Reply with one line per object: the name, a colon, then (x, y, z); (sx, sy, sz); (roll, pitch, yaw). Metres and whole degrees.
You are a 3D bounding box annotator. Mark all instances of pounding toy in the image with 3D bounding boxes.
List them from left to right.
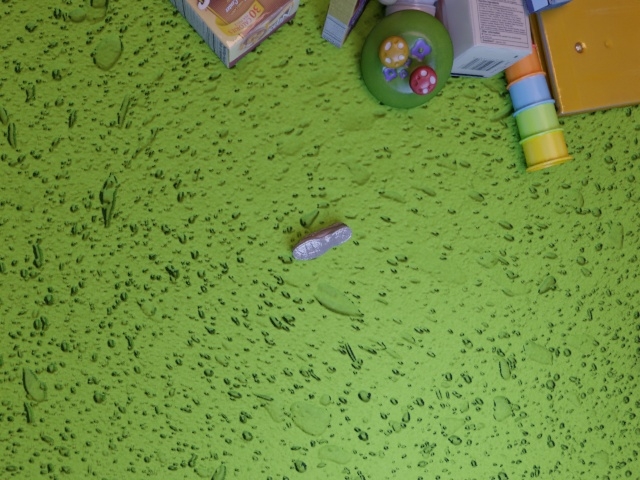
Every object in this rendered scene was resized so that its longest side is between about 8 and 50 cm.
pounding toy: (0.168, -0.357, 0.816); (0.182, 0.110, 0.237); (8, 120, 3)

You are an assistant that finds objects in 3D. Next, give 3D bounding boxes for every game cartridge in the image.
game cartridge: (0.644, -0.442, 1.011); (0.323, 0.052, 0.286); (-11, 89, -14)

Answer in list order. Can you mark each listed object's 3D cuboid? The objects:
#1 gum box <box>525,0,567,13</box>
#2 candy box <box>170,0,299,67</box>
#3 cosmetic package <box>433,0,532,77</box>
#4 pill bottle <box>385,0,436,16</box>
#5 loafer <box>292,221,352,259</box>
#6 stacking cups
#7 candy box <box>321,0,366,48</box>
gum box: (0.447, -0.548, 0.877); (0.184, 0.041, 0.157); (-31, 104, -38)
candy box: (-0.209, -0.512, 0.817); (0.183, 0.087, 0.316); (-43, 95, -11)
cosmetic package: (0.316, -0.504, 0.895); (0.153, 0.129, 0.297); (-3, 88, -21)
pill bottle: (0.187, -0.535, 0.852); (0.119, 0.119, 0.209); (-1, 113, -12)
loafer: (0.000, 0.000, 0.861); (0.125, 0.039, 0.045); (-23, 125, -9)
stacking cups: (0.456, -0.313, 0.947); (0.095, 0.096, 0.317); (-11, 86, -12)
candy box: (0.060, -0.460, 0.818); (0.053, 0.186, 0.109); (31, 82, -5)
